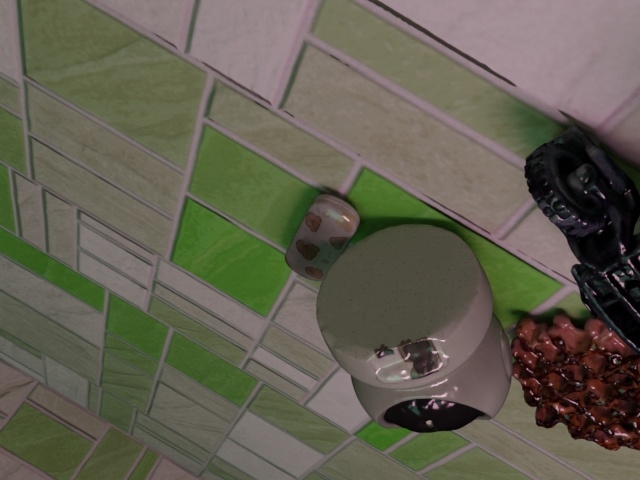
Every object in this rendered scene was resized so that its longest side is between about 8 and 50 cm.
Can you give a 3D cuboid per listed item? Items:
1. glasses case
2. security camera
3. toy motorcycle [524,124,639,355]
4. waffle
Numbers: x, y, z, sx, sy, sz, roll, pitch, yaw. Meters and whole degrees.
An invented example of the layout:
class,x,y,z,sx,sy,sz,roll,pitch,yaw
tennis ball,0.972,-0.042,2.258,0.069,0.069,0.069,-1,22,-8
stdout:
class,x,y,z,sx,sy,sz,roll,pitch,yaw
glasses case,0.000,0.000,0.870,0.063,0.041,0.164,31,145,0
security camera,0.118,0.121,0.815,0.195,0.194,0.236,6,143,31
toy motorcycle,0.283,0.012,0.607,0.270,0.159,0.106,50,134,0
waffle,0.333,0.173,0.832,0.221,0.055,0.234,5,134,33
